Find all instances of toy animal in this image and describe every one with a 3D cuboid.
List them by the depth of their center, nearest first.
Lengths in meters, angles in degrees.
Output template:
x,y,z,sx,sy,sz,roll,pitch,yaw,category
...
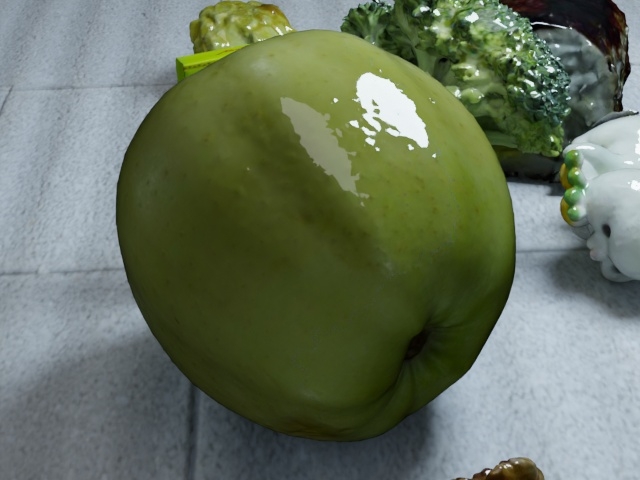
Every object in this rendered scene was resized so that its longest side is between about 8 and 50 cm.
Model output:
x,y,z,sx,sy,sz,roll,pitch,yaw,category
0.452,-0.042,1.639,0.247,0.183,0.310,2,32,6,toy animal

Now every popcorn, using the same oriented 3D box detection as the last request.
x,y,z,sx,sy,sz,roll,pitch,yaw,category
-0.128,-0.342,2.164,0.217,0.181,0.235,-9,37,-16,popcorn

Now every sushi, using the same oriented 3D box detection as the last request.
x,y,z,sx,sy,sz,roll,pitch,yaw,category
0.353,-0.272,1.917,0.281,0.299,0.294,-9,27,26,sushi

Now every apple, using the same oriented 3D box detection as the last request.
x,y,z,sx,sy,sz,roll,pitch,yaw,category
0.000,0.000,1.362,0.474,0.473,0.473,-1,31,1,apple

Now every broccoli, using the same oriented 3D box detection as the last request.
x,y,z,sx,sy,sz,roll,pitch,yaw,category
0.180,-0.151,1.651,0.353,0.275,0.397,-18,53,51,broccoli

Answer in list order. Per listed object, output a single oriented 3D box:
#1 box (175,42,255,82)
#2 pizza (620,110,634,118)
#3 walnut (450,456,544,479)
x,y,z,sx,sy,sz,roll,pitch,yaw,category
-0.086,-0.101,1.613,0.187,0.335,0.047,-14,28,-19,box
0.515,-0.216,2.072,0.099,0.029,0.100,2,32,4,pizza
0.179,0.281,1.230,0.170,0.069,0.143,-21,38,-24,walnut
